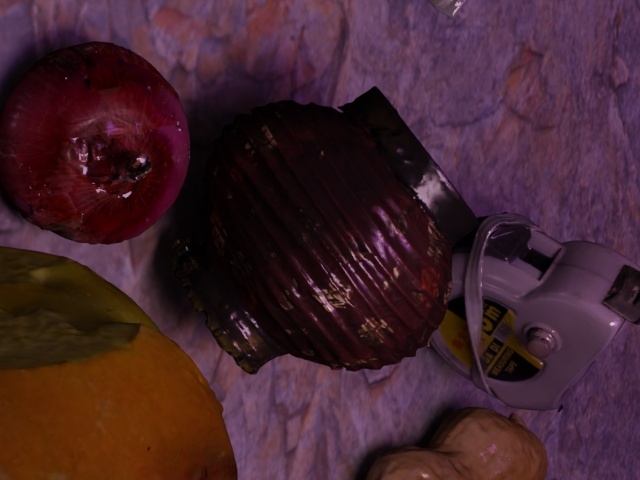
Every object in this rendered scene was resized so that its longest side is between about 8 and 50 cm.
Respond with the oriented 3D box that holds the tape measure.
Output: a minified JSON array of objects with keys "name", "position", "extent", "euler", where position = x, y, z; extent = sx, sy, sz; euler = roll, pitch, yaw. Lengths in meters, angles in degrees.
[{"name":"tape measure","position":[0.184,0.066,1.608],"extent":[0.120,0.197,0.236],"euler":[-52,173,-35]}]

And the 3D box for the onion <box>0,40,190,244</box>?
[{"name":"onion","position":[-0.144,-0.064,1.190],"extent":[0.150,0.140,0.150],"euler":[-5,98,-36]}]

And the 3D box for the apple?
[{"name":"apple","position":[-0.201,0.178,1.017],"extent":[0.384,0.374,0.374],"euler":[-50,135,-32]}]

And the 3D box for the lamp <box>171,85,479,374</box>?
[{"name":"lamp","position":[0.000,0.000,1.338],"extent":[0.247,0.247,0.247],"euler":[-19,115,-49]}]

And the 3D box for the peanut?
[{"name":"peanut","position":[0.131,0.234,1.675],"extent":[0.263,0.101,0.117],"euler":[-17,88,-47]}]

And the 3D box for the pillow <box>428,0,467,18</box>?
[{"name":"pillow","position":[0.087,-0.329,1.475],"extent":[0.254,0.078,0.144],"euler":[58,45,-44]}]
